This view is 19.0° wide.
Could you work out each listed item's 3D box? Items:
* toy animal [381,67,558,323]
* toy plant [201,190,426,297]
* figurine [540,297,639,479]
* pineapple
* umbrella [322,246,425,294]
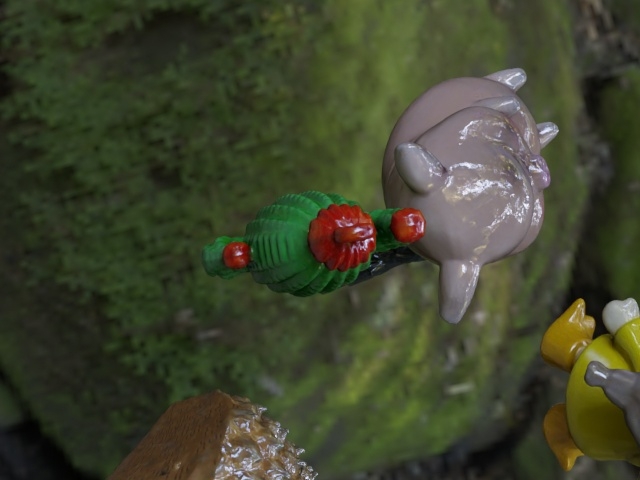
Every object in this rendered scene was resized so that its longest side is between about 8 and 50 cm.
[{"bbox_3d":[0.130,-0.061,1.735,0.166,0.154,0.250,53,21,-14],"label":"toy animal"},{"bbox_3d":[0.007,-0.001,1.579,0.154,0.240,0.088,-8,88,-40],"label":"toy plant"},{"bbox_3d":[0.319,0.173,1.671,0.187,0.343,0.215,-28,113,-24],"label":"figurine"},{"bbox_3d":[-0.064,0.342,2.078,0.357,0.223,0.223,53,31,-27],"label":"pineapple"},{"bbox_3d":[0.095,-0.003,1.972,0.066,0.235,0.059,-74,143,-74],"label":"umbrella"}]
